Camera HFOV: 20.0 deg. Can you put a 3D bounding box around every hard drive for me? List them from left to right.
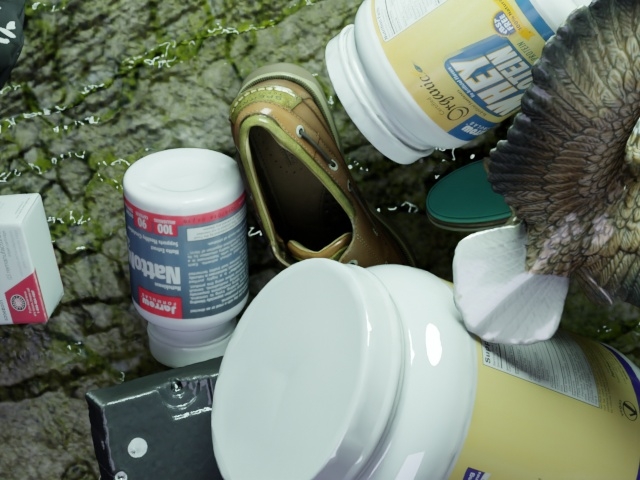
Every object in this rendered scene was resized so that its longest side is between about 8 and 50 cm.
[{"bbox_3d":[-0.065,0.270,1.626,0.237,0.064,0.339,-15,103,-20],"label":"hard drive"}]

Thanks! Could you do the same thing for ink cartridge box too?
[{"bbox_3d":[-0.326,0.020,1.676,0.150,0.063,0.109,-4,119,12],"label":"ink cartridge box"}]

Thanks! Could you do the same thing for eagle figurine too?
[{"bbox_3d":[0.232,-0.057,1.366,0.226,0.225,0.298,-4,166,-25],"label":"eagle figurine"}]

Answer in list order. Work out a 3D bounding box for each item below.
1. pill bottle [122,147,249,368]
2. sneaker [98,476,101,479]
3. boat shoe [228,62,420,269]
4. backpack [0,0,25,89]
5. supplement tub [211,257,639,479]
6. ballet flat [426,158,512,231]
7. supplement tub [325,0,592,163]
[{"bbox_3d":[-0.117,0.019,1.611,0.108,0.108,0.180,3,120,8],"label":"pill bottle"},{"bbox_3d":[-0.055,0.236,1.726,0.321,0.127,0.126,10,93,-22],"label":"sneaker"},{"bbox_3d":[0.000,0.000,1.580,0.111,0.104,0.307,-22,114,19],"label":"boat shoe"},{"bbox_3d":[-0.458,-0.205,1.484,0.355,0.273,0.290,24,126,-29],"label":"backpack"},{"bbox_3d":[0.101,0.160,1.516,0.331,0.241,0.241,21,125,-33],"label":"supplement tub"},{"bbox_3d":[0.195,-0.047,1.544,0.213,0.072,0.068,-22,144,24],"label":"ballet flat"},{"bbox_3d":[0.118,-0.163,1.442,0.200,0.144,0.144,-33,109,25],"label":"supplement tub"}]
